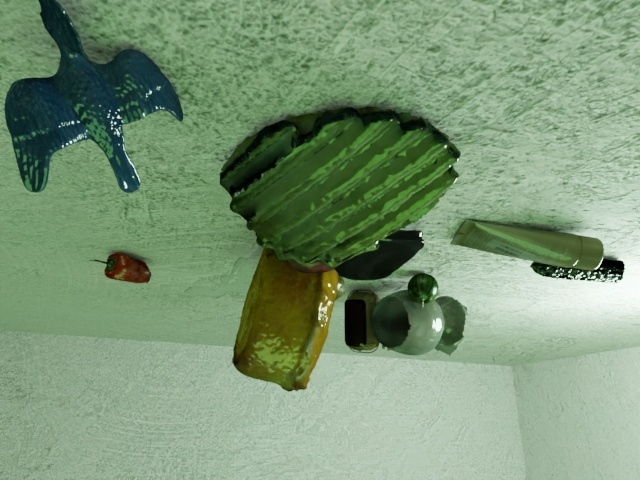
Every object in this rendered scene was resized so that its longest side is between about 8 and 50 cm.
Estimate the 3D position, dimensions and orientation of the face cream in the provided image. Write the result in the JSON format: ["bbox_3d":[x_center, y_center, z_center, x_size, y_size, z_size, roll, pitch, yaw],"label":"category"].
[{"bbox_3d":[0.508,0.008,1.116,0.340,0.084,0.137,9,156,3],"label":"face cream"}]

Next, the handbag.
[{"bbox_3d":[0.133,0.038,1.196,0.191,0.075,0.332,6,159,-10],"label":"handbag"}]

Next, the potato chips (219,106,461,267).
[{"bbox_3d":[0.029,-0.093,0.824,0.429,0.070,0.358,-32,129,33],"label":"potato chips"}]

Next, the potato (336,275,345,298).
[{"bbox_3d":[-0.035,0.153,1.438,0.251,0.113,0.149,-14,152,33],"label":"potato"}]

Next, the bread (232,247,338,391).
[{"bbox_3d":[-0.092,0.200,1.185,0.215,0.399,0.398,17,155,-12],"label":"bread"}]

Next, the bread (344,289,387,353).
[{"bbox_3d":[0.165,0.292,1.637,0.142,0.225,0.211,-3,173,27],"label":"bread"}]

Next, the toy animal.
[{"bbox_3d":[-0.305,-0.177,0.594,0.176,0.239,0.256,16,136,59],"label":"toy animal"}]

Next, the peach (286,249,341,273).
[{"bbox_3d":[0.000,0.000,1.038,0.151,0.152,0.152,1,158,0],"label":"peach"}]

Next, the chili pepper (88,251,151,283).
[{"bbox_3d":[-0.591,0.079,1.332,0.086,0.084,0.192,-29,151,23],"label":"chili pepper"}]

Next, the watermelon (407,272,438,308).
[{"bbox_3d":[0.325,0.154,1.434,0.108,0.109,0.109,1,158,0],"label":"watermelon"}]

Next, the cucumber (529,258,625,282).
[{"bbox_3d":[0.716,0.076,1.269,0.299,0.072,0.072,6,158,-11],"label":"cucumber"}]

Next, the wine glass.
[{"bbox_3d":[0.344,0.287,1.572,0.322,0.238,0.238,8,158,-36],"label":"wine glass"}]
